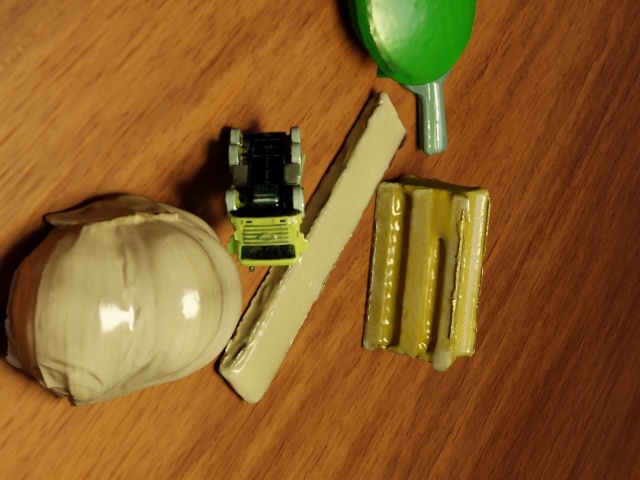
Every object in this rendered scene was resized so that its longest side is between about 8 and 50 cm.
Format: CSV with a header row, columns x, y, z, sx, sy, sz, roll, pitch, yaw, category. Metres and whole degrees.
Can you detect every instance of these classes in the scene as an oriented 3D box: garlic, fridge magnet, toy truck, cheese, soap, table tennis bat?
x,y,z,sx,sy,sz,roll,pitch,yaw,category
-0.143,0.057,0.850,0.229,0.143,0.177,-32,126,-60,garlic
0.105,-0.281,1.138,0.208,0.088,0.208,-12,107,-46,fridge magnet
-0.050,-0.038,0.964,0.169,0.077,0.100,-95,-178,-54,toy truck
-0.003,-0.001,1.149,0.400,0.034,0.085,-62,141,-23,cheese
0.136,0.039,1.285,0.076,0.135,0.233,-14,112,-55,soap
0.139,-0.225,1.284,0.149,0.038,0.237,-35,126,-46,table tennis bat
